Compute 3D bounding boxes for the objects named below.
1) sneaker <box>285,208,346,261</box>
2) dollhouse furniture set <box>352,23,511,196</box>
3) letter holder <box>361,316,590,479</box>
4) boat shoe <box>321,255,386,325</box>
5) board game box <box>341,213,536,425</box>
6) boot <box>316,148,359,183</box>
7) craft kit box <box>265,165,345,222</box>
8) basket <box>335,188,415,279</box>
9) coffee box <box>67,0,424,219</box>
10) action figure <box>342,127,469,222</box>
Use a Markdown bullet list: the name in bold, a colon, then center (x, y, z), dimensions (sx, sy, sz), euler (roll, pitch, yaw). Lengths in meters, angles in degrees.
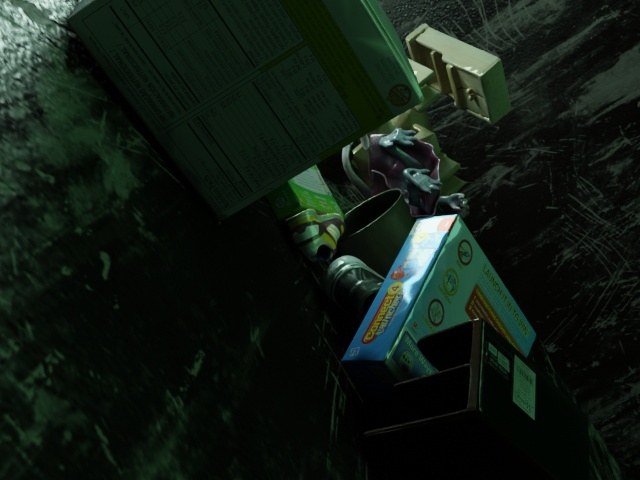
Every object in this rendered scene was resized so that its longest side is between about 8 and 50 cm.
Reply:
- **sneaker**: center (0.000, 0.000, 1.643), dimensions (0.185, 0.069, 0.084), euler (6, 62, -65)
- **dollhouse furniture set**: center (0.208, -0.294, 2.259), dimensions (0.256, 0.394, 0.362), euler (36, -20, 41)
- **letter holder**: center (0.226, 0.276, 1.417), dimensions (0.302, 0.214, 0.152), euler (41, 43, -33)
- **boat shoe**: center (0.130, 0.141, 1.641), dimensions (0.335, 0.121, 0.119), euler (29, 12, -43)
- **board game box**: center (0.204, 0.172, 1.560), dimensions (0.308, 0.086, 0.302), euler (53, 51, -30)
- **boot**: center (-0.023, -0.265, 2.082), dimensions (0.270, 0.089, 0.236), euler (63, 2, 14)
- **craft kit box**: center (-0.067, -0.140, 1.722), dimensions (0.247, 0.061, 0.250), euler (59, 14, 13)
- **basket**: center (0.134, 0.046, 1.815), dimensions (0.227, 0.154, 0.204), euler (60, 36, -14)
- **coffee box**: center (-0.100, -0.299, 1.362), dimensions (0.338, 0.334, 0.338), euler (54, 13, -24)
- **action figure**: center (0.159, -0.034, 2.021), dimensions (0.370, 0.275, 0.248), euler (93, 14, -53)
